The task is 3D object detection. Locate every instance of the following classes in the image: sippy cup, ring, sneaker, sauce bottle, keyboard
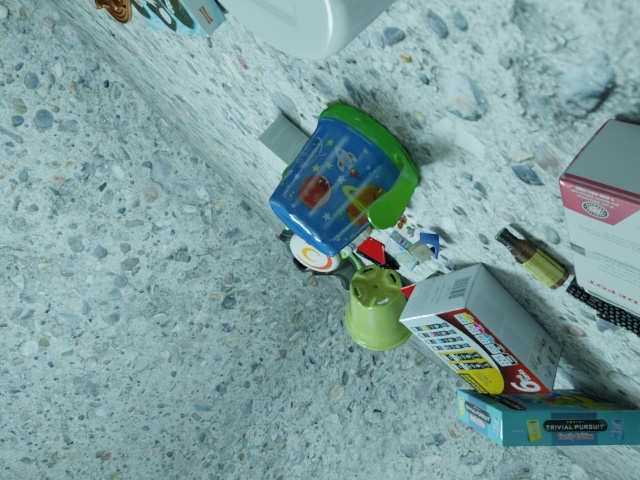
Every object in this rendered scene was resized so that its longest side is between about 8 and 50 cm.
[{"bbox_3d":[0.030,-0.099,0.935,0.240,0.224,0.305,41,172,1],"label":"sippy cup"},{"bbox_3d":[-0.494,-0.608,0.987,0.336,0.032,0.337,45,158,23],"label":"ring"},{"bbox_3d":[0.026,-0.052,1.511,0.112,0.131,0.296,45,172,-37],"label":"sneaker"},{"bbox_3d":[-0.003,0.063,1.968,0.483,0.202,0.185,47,170,-35],"label":"sneaker"},{"bbox_3d":[0.347,0.027,0.803,0.128,0.042,0.042,42,172,7],"label":"sauce bottle"},{"bbox_3d":[0.479,0.122,0.768,0.180,0.023,0.108,37,171,27],"label":"keyboard"}]

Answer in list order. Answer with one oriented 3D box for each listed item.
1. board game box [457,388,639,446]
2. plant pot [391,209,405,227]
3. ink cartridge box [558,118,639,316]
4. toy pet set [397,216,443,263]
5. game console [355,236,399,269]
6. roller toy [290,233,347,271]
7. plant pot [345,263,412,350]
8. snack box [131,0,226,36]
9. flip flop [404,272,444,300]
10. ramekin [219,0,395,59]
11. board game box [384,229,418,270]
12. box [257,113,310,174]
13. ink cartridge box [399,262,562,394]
[{"bbox_3d":[0.543,0.425,1.187,0.336,0.079,0.254,2,173,-6],"label":"board game box"},{"bbox_3d":[0.142,-0.074,1.078,0.083,0.081,0.081,31,-179,-45],"label":"plant pot"},{"bbox_3d":[0.347,-0.001,0.488,0.158,0.092,0.218,33,166,44],"label":"ink cartridge box"},{"bbox_3d":[0.239,-0.008,1.115,0.122,0.065,0.114,46,-154,-12],"label":"toy pet set"},{"bbox_3d":[0.189,0.032,1.608,0.124,0.085,0.144,7,-163,-40],"label":"game console"},{"bbox_3d":[0.000,0.000,1.713,0.209,0.146,0.191,33,146,-5],"label":"roller toy"},{"bbox_3d":[0.212,0.225,1.779,0.276,0.276,0.254,36,158,30],"label":"plant pot"},{"bbox_3d":[-0.329,-0.511,0.971,0.322,0.060,0.187,32,166,47],"label":"snack box"},{"bbox_3d":[0.329,0.152,1.428,0.112,0.080,0.277,44,157,12],"label":"flip flop"},{"bbox_3d":[-0.034,-0.308,0.457,0.277,0.135,0.277,40,172,7],"label":"ramekin"},{"bbox_3d":[0.233,0.032,1.368,0.103,0.026,0.154,39,171,11],"label":"board game box"},{"bbox_3d":[-0.064,-0.211,1.224,0.170,0.091,0.130,41,171,1],"label":"box"},{"bbox_3d":[0.354,0.227,1.154,0.309,0.130,0.272,43,146,-15],"label":"ink cartridge box"}]
